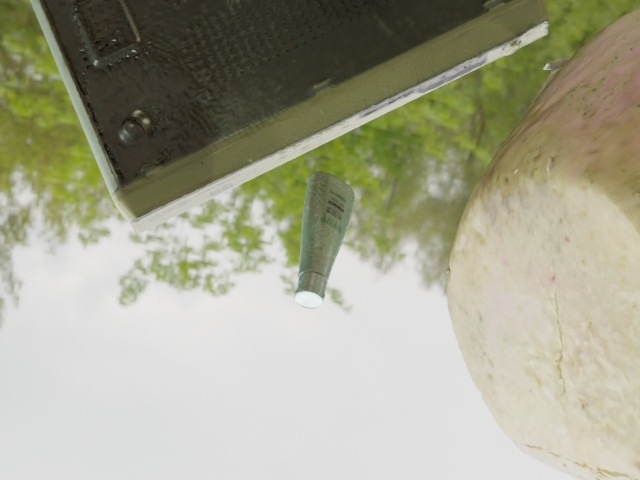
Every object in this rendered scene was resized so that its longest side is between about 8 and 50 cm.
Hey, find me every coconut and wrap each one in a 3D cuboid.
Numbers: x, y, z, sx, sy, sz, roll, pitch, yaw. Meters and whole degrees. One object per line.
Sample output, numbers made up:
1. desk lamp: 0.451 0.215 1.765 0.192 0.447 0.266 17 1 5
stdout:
1. coconut: 0.172 0.014 0.462 0.237 0.237 0.197 -2 -136 -39

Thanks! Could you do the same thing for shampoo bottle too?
1. shampoo bottle: 0.000 0.000 1.475 0.069 0.041 0.191 37 -137 -26

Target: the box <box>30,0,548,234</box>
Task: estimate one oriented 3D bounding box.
1. box: -0.028 -0.145 0.714 0.270 0.045 0.211 -25 -114 0
